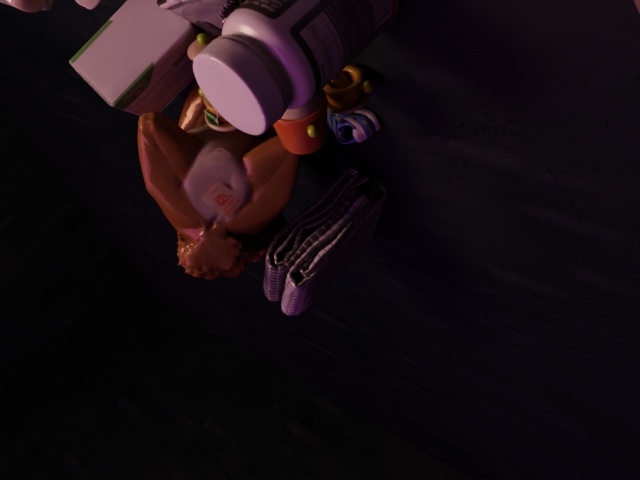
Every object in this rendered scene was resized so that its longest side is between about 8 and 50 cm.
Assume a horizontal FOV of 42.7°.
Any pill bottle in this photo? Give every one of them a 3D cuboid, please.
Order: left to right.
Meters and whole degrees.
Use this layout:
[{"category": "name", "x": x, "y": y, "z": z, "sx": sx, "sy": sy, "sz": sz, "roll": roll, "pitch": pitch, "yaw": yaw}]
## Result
[{"category": "pill bottle", "x": -0.034, "y": -0.288, "z": 1.148, "sx": 0.161, "sy": 0.283, "sz": 0.161, "roll": 37, "pitch": 158, "yaw": 18}]

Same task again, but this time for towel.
[{"category": "towel", "x": 0.000, "y": 0.000, "z": 1.641, "sx": 0.121, "sy": 0.283, "sz": 0.235, "roll": 38, "pitch": 160, "yaw": 10}]

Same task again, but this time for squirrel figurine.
[{"category": "squirrel figurine", "x": -0.189, "y": -0.135, "z": 1.611, "sx": 0.370, "sy": 0.281, "sz": 0.397, "roll": -98, "pitch": 10, "yaw": -60}]

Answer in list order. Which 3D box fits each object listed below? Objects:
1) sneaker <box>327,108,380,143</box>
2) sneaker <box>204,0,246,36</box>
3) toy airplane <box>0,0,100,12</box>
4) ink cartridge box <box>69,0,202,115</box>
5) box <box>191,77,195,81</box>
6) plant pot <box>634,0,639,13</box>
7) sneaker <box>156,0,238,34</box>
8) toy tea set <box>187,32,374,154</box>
[{"category": "sneaker", "x": 0.041, "y": -0.209, "z": 1.478, "sx": 0.144, "sy": 0.059, "sz": 0.053, "roll": 17, "pitch": 149, "yaw": 51}, {"category": "sneaker", "x": -0.158, "y": -0.429, "z": 1.428, "sx": 0.097, "sy": 0.084, "sz": 0.234, "roll": 7, "pitch": 148, "yaw": 9}, {"category": "toy airplane", "x": -0.552, "y": -0.557, "z": 1.497, "sx": 0.384, "sy": 0.272, "sz": 0.386, "roll": 58, "pitch": -166, "yaw": -1}, {"category": "ink cartridge box", "x": -0.321, "y": -0.346, "z": 1.540, "sx": 0.117, "sy": 0.201, "sz": 0.278, "roll": 45, "pitch": -176, "yaw": -1}, {"category": "box", "x": -0.377, "y": -0.394, "z": 1.831, "sx": 0.158, "sy": 0.093, "sz": 0.156, "roll": 52, "pitch": 157, "yaw": -19}, {"category": "plant pot", "x": 0.335, "y": -0.259, "z": 0.578, "sx": 0.323, "sy": 0.323, "sz": 0.280, "roll": 32, "pitch": 172, "yaw": 28}, {"category": "sneaker", "x": -0.149, "y": -0.397, "z": 1.324, "sx": 0.229, "sy": 0.086, "sz": 0.132, "roll": 0, "pitch": 157, "yaw": 44}, {"category": "toy tea set", "x": -0.091, "y": -0.267, "z": 1.337, "sx": 0.336, "sy": 0.200, "sz": 0.124, "roll": 18, "pitch": 149, "yaw": 23}]
